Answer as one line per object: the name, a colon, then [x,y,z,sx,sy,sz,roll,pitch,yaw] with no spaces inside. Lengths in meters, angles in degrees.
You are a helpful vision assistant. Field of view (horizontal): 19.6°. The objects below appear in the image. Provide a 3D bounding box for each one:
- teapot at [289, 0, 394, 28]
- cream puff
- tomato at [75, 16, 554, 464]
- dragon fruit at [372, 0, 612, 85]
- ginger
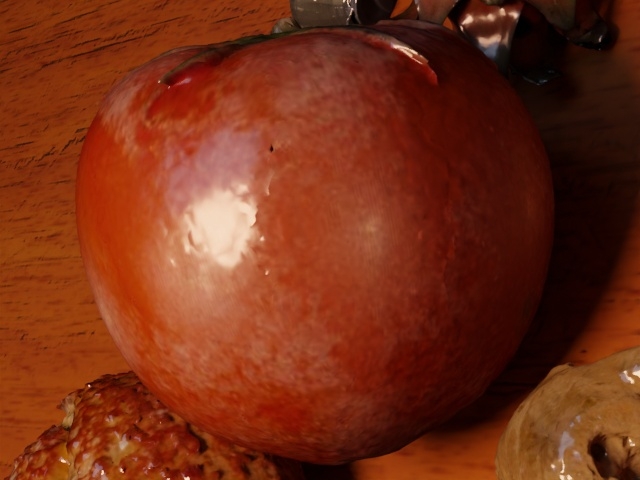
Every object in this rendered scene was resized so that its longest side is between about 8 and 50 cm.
teapot: [0.024,-0.177,1.288,0.057,0.066,0.088,16,56,36]
cream puff: [-0.111,0.183,1.120,0.240,0.164,0.240,-52,28,44]
tomato: [0.000,0.000,1.020,0.265,0.265,0.265,-32,44,37]
dragon fruit: [0.108,-0.168,1.114,0.130,0.121,0.142,-138,54,-62]
ginger: [0.148,0.094,0.918,0.165,0.067,0.096,-31,23,38]
